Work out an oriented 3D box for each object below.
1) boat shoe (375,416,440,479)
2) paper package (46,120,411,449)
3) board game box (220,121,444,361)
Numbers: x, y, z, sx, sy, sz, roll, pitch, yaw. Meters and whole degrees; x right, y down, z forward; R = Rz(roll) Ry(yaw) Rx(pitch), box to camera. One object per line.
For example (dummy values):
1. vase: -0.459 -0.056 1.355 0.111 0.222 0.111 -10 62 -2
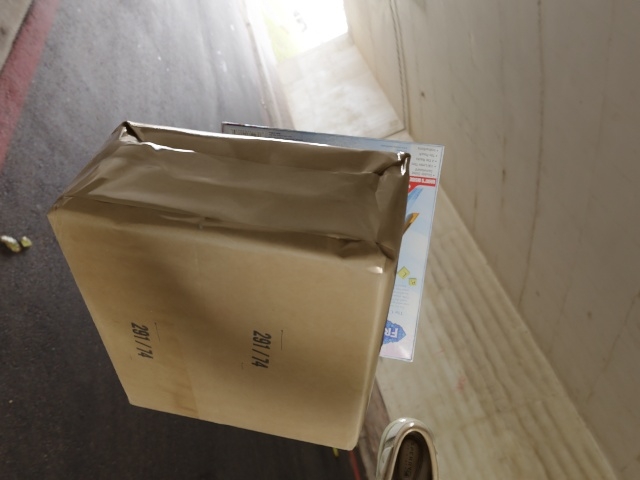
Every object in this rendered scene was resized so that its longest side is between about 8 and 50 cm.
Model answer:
1. boat shoe: 0.121 0.448 0.722 0.110 0.122 0.340 76 17 -73
2. paper package: -0.080 0.057 0.530 0.168 0.310 0.324 -73 168 -46
3. board game box: 0.000 0.000 0.720 0.066 0.319 0.317 -47 145 -79
